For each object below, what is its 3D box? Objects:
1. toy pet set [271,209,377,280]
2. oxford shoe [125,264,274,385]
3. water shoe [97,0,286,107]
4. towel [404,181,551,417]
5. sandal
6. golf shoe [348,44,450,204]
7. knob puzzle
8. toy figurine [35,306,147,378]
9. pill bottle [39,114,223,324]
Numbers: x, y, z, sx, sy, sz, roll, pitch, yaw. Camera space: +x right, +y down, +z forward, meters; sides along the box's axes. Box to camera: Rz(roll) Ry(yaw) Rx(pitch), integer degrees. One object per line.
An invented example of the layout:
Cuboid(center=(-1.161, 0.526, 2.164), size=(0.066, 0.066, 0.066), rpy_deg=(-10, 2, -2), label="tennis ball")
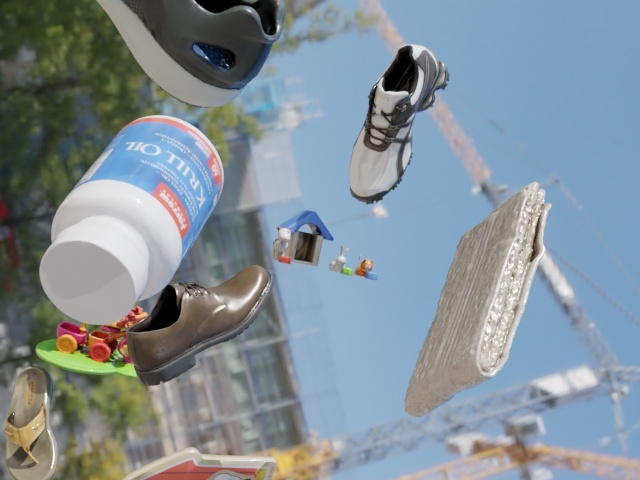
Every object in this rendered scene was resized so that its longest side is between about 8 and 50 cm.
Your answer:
Cuboid(center=(0.000, 0.000, 1.472), size=(0.114, 0.122, 0.065), rpy_deg=(-165, -94, -71), label="toy pet set")
Cuboid(center=(-0.151, 0.086, 1.586), size=(0.083, 0.227, 0.096), rpy_deg=(10, -52, 48), label="oxford shoe")
Cuboid(center=(-0.097, -0.166, 0.662), size=(0.203, 0.073, 0.080), rpy_deg=(47, -55, 2), label="water shoe")
Cuboid(center=(0.191, 0.073, 1.495), size=(0.187, 0.049, 0.282), rpy_deg=(-46, -163, 57), label="towel")
Cuboid(center=(-0.392, 0.245, 1.667), size=(0.049, 0.072, 0.180), rpy_deg=(71, 10, -59), label="sandal")
Cuboid(center=(0.075, -0.142, 1.461), size=(0.077, 0.094, 0.198), rpy_deg=(22, -92, 28), label="golf shoe")
Cuboid(center=(-0.150, 0.298, 1.269), size=(0.030, 0.213, 0.213), rpy_deg=(-127, -151, -55), label="knob puzzle")
Cuboid(center=(-0.295, 0.095, 1.726), size=(0.130, 0.173, 0.159), rpy_deg=(-57, 161, -79), label="toy figurine")
Cuboid(center=(-0.178, -0.019, 1.177), size=(0.221, 0.124, 0.124), rpy_deg=(-68, 160, -55), label="pill bottle")
